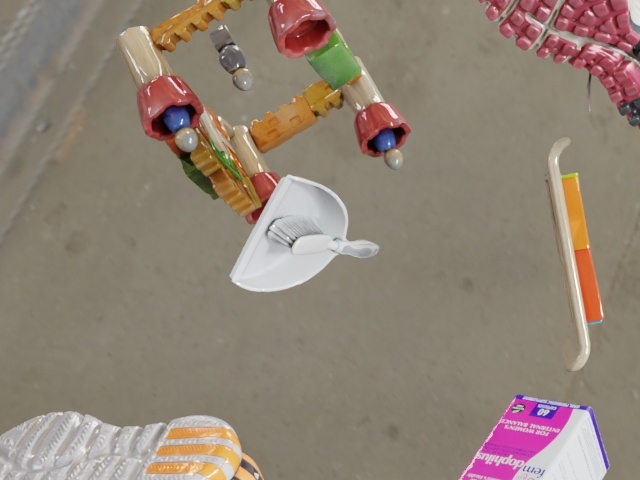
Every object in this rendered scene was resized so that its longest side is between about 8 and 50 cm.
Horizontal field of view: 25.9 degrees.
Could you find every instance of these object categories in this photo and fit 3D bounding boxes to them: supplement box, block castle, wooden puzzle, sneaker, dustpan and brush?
[{"bbox_3d":[0.254,0.308,1.727,0.111,0.114,0.220,6,41,38],"label":"supplement box"},{"bbox_3d":[-0.070,-0.192,2.015,0.303,0.453,0.213,-31,65,8],"label":"block castle"},{"bbox_3d":[0.272,0.011,1.502,0.044,0.221,0.238,-5,91,8],"label":"wooden puzzle"},{"bbox_3d":[0.249,-0.207,1.246,0.121,0.299,0.112,-33,29,38],"label":"sneaker"},{"bbox_3d":[0.000,0.000,1.641,0.060,0.211,0.147,36,108,25],"label":"dustpan and brush"},{"bbox_3d":[-0.179,0.260,1.296,0.321,0.180,0.124,-2,39,35],"label":"sneaker"}]
